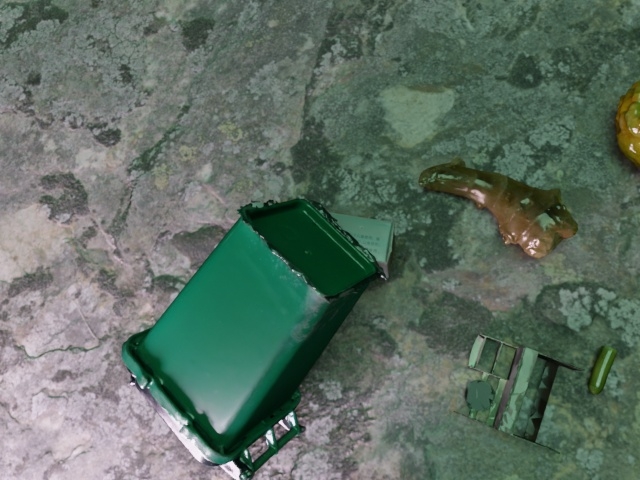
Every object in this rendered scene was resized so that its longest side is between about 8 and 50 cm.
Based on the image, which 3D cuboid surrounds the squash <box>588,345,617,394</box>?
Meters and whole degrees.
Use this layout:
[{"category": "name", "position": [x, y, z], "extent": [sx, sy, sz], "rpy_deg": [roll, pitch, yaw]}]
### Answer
[{"category": "squash", "position": [0.479, 0.223, 1.000], "extent": [0.027, 0.027, 0.083], "rpy_deg": [24, 80, 13]}]

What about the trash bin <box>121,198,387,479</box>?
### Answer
[{"category": "trash bin", "position": [-0.094, 0.146, 0.922], "extent": [0.295, 0.259, 0.381], "rpy_deg": [44, 119, 14]}]

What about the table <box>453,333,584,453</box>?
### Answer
[{"category": "table", "position": [0.333, 0.255, 0.997], "extent": [0.175, 0.062, 0.146], "rpy_deg": [19, 80, 10]}]

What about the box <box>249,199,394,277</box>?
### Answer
[{"category": "box", "position": [0.000, 0.000, 1.070], "extent": [0.269, 0.135, 0.079], "rpy_deg": [9, 76, 11]}]

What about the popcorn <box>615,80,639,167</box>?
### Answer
[{"category": "popcorn", "position": [0.616, -0.207, 1.022], "extent": [0.198, 0.155, 0.197], "rpy_deg": [-4, 63, 7]}]

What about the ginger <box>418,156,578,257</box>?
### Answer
[{"category": "ginger", "position": [0.319, -0.067, 1.073], "extent": [0.295, 0.086, 0.131], "rpy_deg": [24, 90, 21]}]
